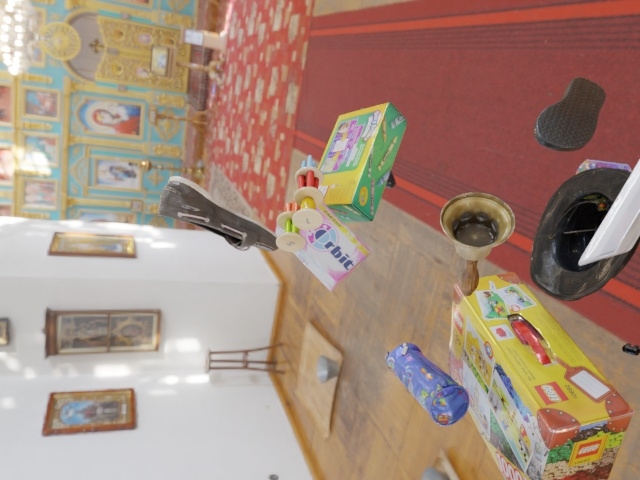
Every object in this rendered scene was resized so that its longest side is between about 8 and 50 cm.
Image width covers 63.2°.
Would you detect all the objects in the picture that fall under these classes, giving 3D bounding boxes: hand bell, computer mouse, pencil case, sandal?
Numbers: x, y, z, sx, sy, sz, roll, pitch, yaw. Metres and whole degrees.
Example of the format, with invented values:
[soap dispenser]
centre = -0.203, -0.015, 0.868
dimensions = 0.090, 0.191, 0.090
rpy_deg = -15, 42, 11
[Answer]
[hand bell]
centre = 0.289, 0.034, 0.997
dimensions = 0.242, 0.126, 0.126
rpy_deg = 77, -179, -52
[computer mouse]
centre = 0.139, -0.238, 1.349
dimensions = 0.071, 0.041, 0.242
rpy_deg = 46, -155, -66
[pencil case]
centre = 0.304, 0.404, 1.517
dimensions = 0.306, 0.119, 0.133
rpy_deg = -140, 34, -67
[sandal]
centre = 0.805, -0.384, 1.682
dimensions = 0.167, 0.446, 0.107
rpy_deg = 39, 143, 13

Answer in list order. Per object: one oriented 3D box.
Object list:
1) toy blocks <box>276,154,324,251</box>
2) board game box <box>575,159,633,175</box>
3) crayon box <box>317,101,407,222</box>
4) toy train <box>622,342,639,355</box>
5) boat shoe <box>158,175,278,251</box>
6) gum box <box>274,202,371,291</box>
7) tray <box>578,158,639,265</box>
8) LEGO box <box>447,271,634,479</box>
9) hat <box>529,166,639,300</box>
[toy blocks]
centre = -0.037, -0.071, 0.935
dimensions = 0.123, 0.054, 0.148
rpy_deg = -50, 30, 44
[board game box]
centre = 0.760, -0.146, 1.413
dimensions = 0.169, 0.033, 0.133
rpy_deg = 24, 121, 52
[crayon box]
centre = 0.081, -0.178, 1.220
dimensions = 0.165, 0.081, 0.278
rpy_deg = -1, 61, 47
[toy train]
centre = 0.898, 0.309, 1.406
dimensions = 0.158, 0.036, 0.027
rpy_deg = 8, 107, 55
[boat shoe]
centre = -0.237, -0.032, 1.240
dimensions = 0.112, 0.335, 0.095
rpy_deg = 3, 66, 49
[gum box]
centre = 0.000, 0.000, 1.098
dimensions = 0.188, 0.107, 0.062
rpy_deg = 46, 155, 11
[tray]
centre = 0.547, -0.072, 0.893
dimensions = 0.270, 0.030, 0.145
rpy_deg = -56, -8, -7
[LEGO box]
centre = 0.524, 0.385, 1.353
dimensions = 0.500, 0.193, 0.372
rpy_deg = -110, 11, -56
[hat]
centre = 0.645, 0.000, 1.215
dimensions = 0.331, 0.134, 0.331
rpy_deg = -53, 23, 34
